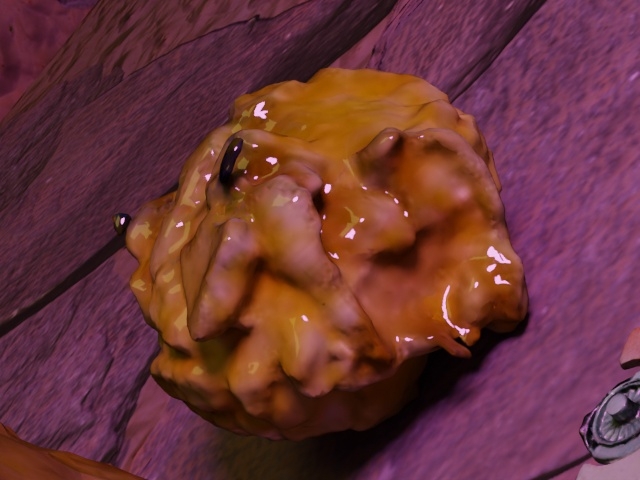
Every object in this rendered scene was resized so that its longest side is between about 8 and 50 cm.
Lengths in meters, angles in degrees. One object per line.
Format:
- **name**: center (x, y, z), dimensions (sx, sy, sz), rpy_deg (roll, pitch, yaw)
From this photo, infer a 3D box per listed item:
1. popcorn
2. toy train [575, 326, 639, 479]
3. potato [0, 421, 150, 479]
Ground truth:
- **popcorn**: center (-0.001, 0.003, 0.860), dimensions (0.218, 0.169, 0.189), rpy_deg (-56, 22, -8)
- **toy train**: center (0.132, 0.100, 0.560), dimensions (0.099, 0.072, 0.188), rpy_deg (-23, 33, 51)
- **potato**: center (-0.101, 0.197, 0.455), dimensions (0.319, 0.385, 0.442), rpy_deg (-26, 17, 3)
